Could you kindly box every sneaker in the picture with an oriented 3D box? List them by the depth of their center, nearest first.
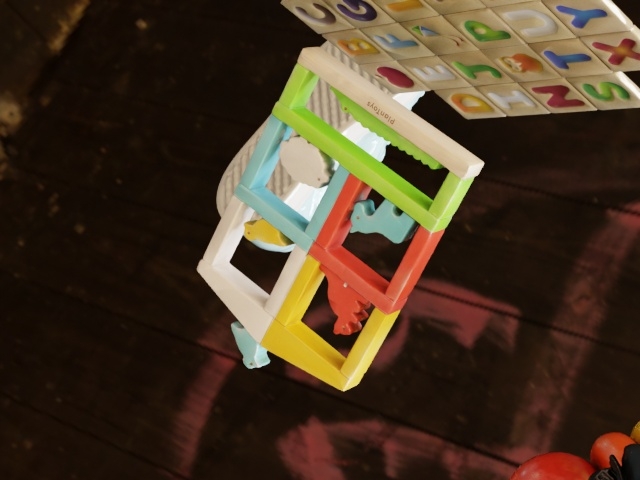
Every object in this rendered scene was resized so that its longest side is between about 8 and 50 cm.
[{"bbox_3d":[0.031,-0.135,1.589,0.366,0.150,0.135,-43,-121,1],"label":"sneaker"}]

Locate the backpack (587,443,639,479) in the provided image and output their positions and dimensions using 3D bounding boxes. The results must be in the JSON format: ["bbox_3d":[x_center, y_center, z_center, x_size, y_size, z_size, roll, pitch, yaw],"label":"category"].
[{"bbox_3d":[0.266,0.245,0.930,0.152,0.115,0.182,-12,-119,61],"label":"backpack"}]

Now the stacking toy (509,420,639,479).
[{"bbox_3d":[0.311,0.187,1.070,0.330,0.141,0.141,-18,-128,-6],"label":"stacking toy"}]

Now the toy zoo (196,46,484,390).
[{"bbox_3d":[0.000,0.000,1.176,0.192,0.030,0.293,37,-63,21],"label":"toy zoo"}]

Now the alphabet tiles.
[{"bbox_3d":[0.128,-0.191,1.182,0.342,0.285,0.011,2,-115,50],"label":"alphabet tiles"}]
